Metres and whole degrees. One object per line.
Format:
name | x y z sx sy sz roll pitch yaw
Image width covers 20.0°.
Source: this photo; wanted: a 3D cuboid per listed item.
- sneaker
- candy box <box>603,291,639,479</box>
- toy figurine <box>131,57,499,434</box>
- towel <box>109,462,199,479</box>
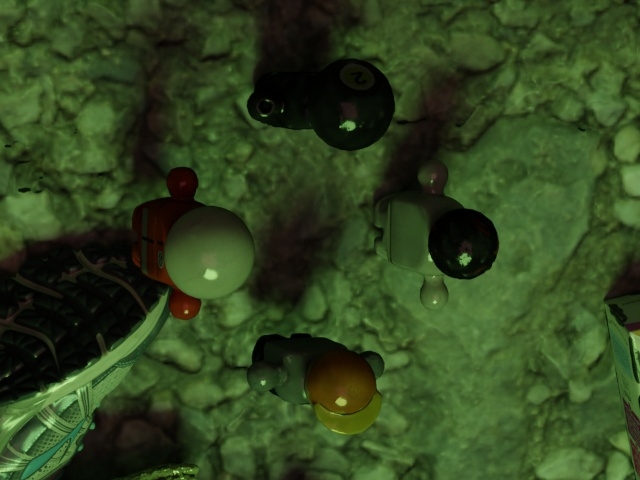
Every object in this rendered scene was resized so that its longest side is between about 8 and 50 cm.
sneaker | -0.214 0.119 1.292 0.283 0.110 0.122 -42 147 -8
candy box | 0.318 0.142 1.386 0.159 0.071 0.233 -15 109 -3
toy figurine | 0.000 0.000 1.224 0.213 0.148 0.209 -46 110 -12
towel | -0.160 0.211 1.317 0.148 0.027 0.110 -14 141 -27
